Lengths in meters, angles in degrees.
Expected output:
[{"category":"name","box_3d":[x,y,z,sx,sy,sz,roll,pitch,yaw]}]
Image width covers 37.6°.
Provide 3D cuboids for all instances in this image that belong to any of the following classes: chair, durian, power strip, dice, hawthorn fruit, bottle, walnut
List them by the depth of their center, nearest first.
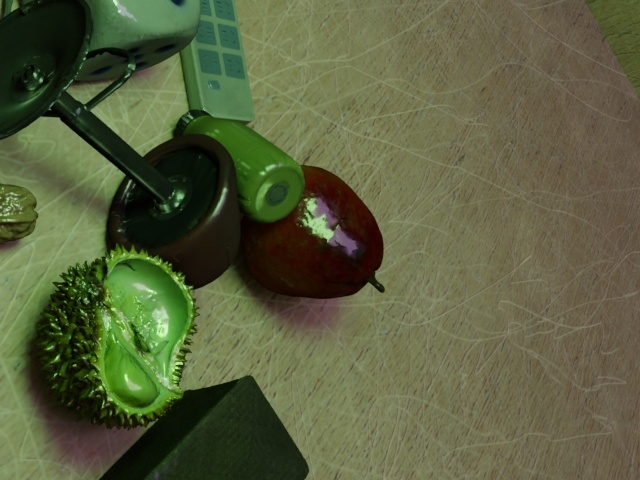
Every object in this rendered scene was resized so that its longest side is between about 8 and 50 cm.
[{"category":"walnut","box_3d":[-0.415,-0.036,1.219,0.096,0.082,0.079,-2,107,-41]},{"category":"durian","box_3d":[-0.271,0.132,1.238,0.200,0.176,0.237,20,66,-53]},{"category":"chair","box_3d":[-0.270,-0.113,1.264,0.401,0.227,0.226,47,44,-47]},{"category":"dice","box_3d":[-0.306,-0.351,1.377,0.192,0.194,0.193,-19,91,-48]},{"category":"bottle","box_3d":[-0.136,-0.126,1.447,0.112,0.260,0.112,-21,130,-28]},{"category":"hawthorn fruit","box_3d":[0.000,0.000,1.531,0.261,0.224,0.224,29,44,11]},{"category":"power strip","box_3d":[-0.184,-0.314,1.608,0.118,0.046,0.270,1,75,-48]}]

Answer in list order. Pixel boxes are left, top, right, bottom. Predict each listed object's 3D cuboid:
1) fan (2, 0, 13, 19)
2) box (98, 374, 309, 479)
[{"category":"fan","box_3d":[-0.436,-0.275,1.296,0.132,0.009,0.220,51,24,-48]},{"category":"box","box_3d":[-0.167,0.339,1.294,0.184,0.143,0.273,59,43,-13]}]
